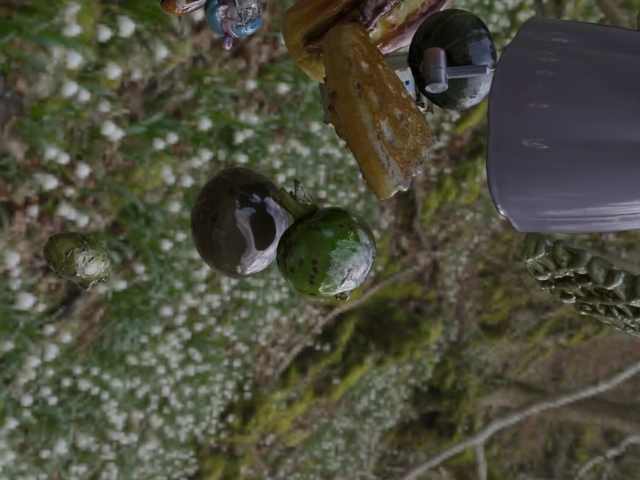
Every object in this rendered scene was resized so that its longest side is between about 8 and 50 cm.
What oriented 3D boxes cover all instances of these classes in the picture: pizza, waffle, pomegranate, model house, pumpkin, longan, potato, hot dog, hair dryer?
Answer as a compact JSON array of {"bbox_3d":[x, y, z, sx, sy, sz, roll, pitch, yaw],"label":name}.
[{"bbox_3d":[0.094,-0.226,1.847,0.277,0.114,0.409,31,38,-51],"label":"pizza"},{"bbox_3d":[0.475,0.087,1.759,0.056,0.291,0.309,-58,149,-9],"label":"waffle"},{"bbox_3d":[0.000,0.000,2.104,0.211,0.211,0.263,109,-44,-85],"label":"pomegranate"},{"bbox_3d":[0.154,-0.315,2.237,0.271,0.206,0.178,8,-66,49],"label":"model house"},{"bbox_3d":[0.217,-0.298,1.719,0.167,0.125,0.167,46,-23,25],"label":"pumpkin"},{"bbox_3d":[-0.173,-0.039,2.231,0.248,0.248,0.248,-175,-90,-89],"label":"longan"},{"bbox_3d":[-0.451,0.039,1.954,0.225,0.117,0.090,107,3,-78],"label":"potato"},{"bbox_3d":[0.122,-0.484,2.082,0.185,0.405,0.223,53,-19,-25],"label":"hot dog"},{"bbox_3d":[0.218,-0.268,1.629,0.037,0.114,0.063,63,25,-73],"label":"hair dryer"}]

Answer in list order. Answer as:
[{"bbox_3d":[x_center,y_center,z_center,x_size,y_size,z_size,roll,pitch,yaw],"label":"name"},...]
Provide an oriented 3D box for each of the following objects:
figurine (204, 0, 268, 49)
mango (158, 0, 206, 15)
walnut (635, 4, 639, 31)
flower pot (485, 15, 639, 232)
[{"bbox_3d":[-0.140,-0.472,1.783,0.205,0.102,0.260,-55,153,-45],"label":"figurine"},{"bbox_3d":[-0.214,-0.519,1.870,0.268,0.133,0.111,-68,-161,-7],"label":"mango"},{"bbox_3d":[0.739,-0.370,1.922,0.333,0.332,0.333,-175,-90,-89],"label":"walnut"},{"bbox_3d":[0.355,-0.124,1.236,0.265,0.243,0.265,-25,120,-54],"label":"flower pot"}]
